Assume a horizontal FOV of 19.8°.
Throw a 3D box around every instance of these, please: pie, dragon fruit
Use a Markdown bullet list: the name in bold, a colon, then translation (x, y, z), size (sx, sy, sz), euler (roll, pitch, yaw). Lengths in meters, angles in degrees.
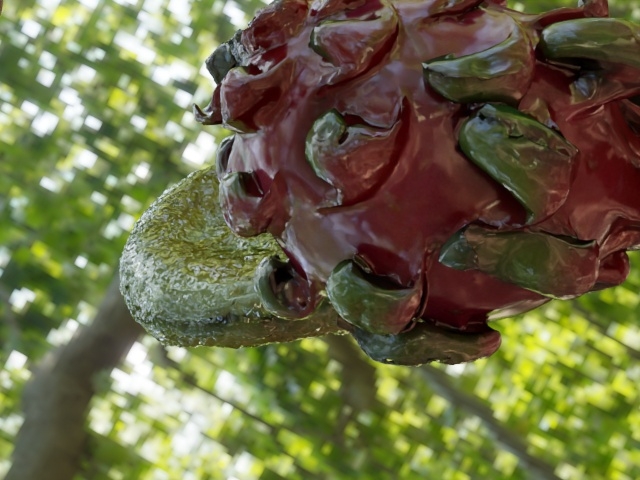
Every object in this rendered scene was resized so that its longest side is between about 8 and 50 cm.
- **pie**: translation (0.000, 0.000, 1.350), size (0.323, 0.323, 0.071), euler (-45, -45, -56)
- **dragon fruit**: translation (0.082, -0.049, 0.890), size (0.272, 0.198, 0.218), euler (-17, 2, -17)

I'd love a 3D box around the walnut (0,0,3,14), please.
- **walnut**: translation (-0.490, -0.298, 2.091), size (0.248, 0.248, 0.248), euler (-58, -12, -21)
